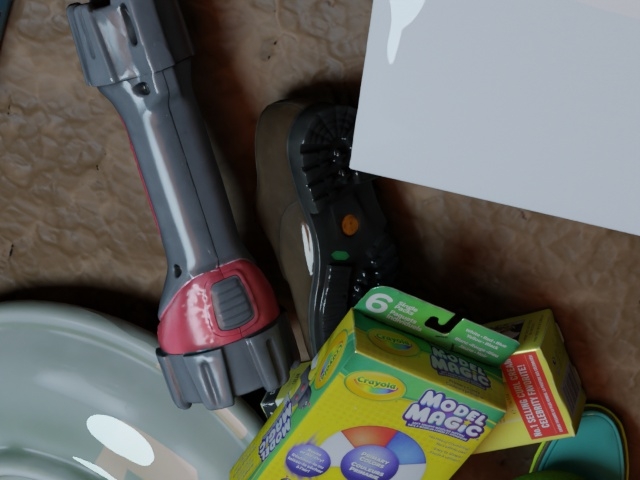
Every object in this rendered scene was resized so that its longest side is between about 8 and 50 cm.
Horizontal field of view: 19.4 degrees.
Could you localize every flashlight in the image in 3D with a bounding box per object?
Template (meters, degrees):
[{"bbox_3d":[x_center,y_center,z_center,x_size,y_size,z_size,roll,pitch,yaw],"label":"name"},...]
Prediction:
[{"bbox_3d":[-0.103,-0.033,1.347,0.103,0.103,0.304,-13,102,22],"label":"flashlight"}]

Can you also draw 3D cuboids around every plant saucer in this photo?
[{"bbox_3d":[-0.196,0.239,1.524,0.400,0.100,0.400,13,127,18],"label":"plant saucer"}]

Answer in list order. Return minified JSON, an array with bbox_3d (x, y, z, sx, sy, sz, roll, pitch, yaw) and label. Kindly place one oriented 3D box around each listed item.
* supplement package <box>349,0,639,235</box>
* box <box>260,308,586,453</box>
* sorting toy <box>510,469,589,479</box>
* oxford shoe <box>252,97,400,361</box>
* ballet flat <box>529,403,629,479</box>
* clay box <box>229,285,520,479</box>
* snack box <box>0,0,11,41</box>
[{"bbox_3d":[0.170,-0.134,1.194,0.262,0.145,0.204,14,123,9],"label":"supplement package"},{"bbox_3d":[0.078,0.122,1.427,0.232,0.058,0.087,-13,115,23],"label":"box"},{"bbox_3d":[0.201,0.236,1.336,0.365,0.126,0.127,-1,95,-9],"label":"sorting toy"},{"bbox_3d":[0.000,0.000,1.369,0.096,0.083,0.227,19,123,48],"label":"oxford shoe"},{"bbox_3d":[0.189,0.238,1.442,0.077,0.077,0.231,7,90,4],"label":"ballet flat"},{"bbox_3d":[0.039,0.138,1.362,0.127,0.053,0.222,22,127,-18],"label":"clay box"},{"bbox_3d":[-0.384,-0.210,1.366,0.322,0.060,0.187,23,123,3],"label":"snack box"}]
